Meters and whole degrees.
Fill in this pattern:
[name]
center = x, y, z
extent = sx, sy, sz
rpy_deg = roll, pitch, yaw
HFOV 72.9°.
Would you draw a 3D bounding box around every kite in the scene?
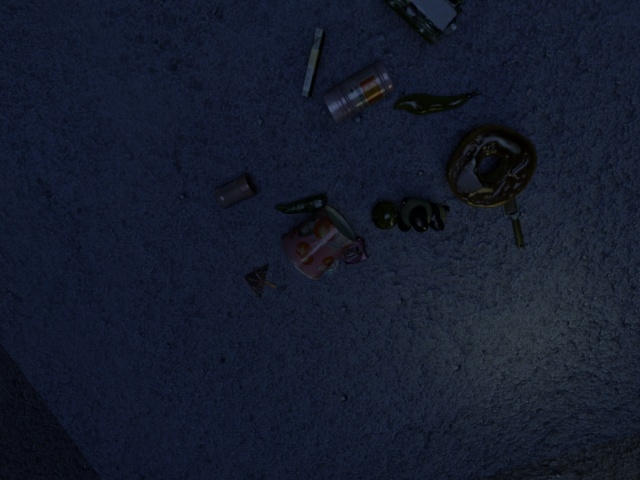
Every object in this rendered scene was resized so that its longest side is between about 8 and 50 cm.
[kite]
center = -0.275, 0.186, 1.965
extent = 0.159, 0.010, 0.190
rpy_deg = 13, 110, -2

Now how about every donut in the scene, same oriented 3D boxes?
[donut]
center = 0.649, -0.295, 1.682
extent = 0.329, 0.160, 0.330
rpy_deg = 1, 114, 1

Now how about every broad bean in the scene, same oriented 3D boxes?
[broad bean]
center = 0.443, -0.529, 1.663
extent = 0.325, 0.067, 0.075
rpy_deg = -6, 138, 3

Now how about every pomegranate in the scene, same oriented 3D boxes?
[pomegranate]
center = 0.284, -0.100, 1.793
extent = 0.161, 0.122, 0.122
rpy_deg = 10, 111, -29

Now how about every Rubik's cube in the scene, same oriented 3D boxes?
[Rubik's cube]
center = 0.040, 0.107, 1.889
extent = 0.084, 0.073, 0.075
rpy_deg = -41, 102, 17

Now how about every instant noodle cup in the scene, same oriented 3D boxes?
[instant noodle cup]
center = 0.000, 0.000, 1.757
extent = 0.231, 0.243, 0.243
rpy_deg = -40, 102, 19

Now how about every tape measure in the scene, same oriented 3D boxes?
[tape measure]
center = 0.139, 0.041, 1.861
extent = 0.125, 0.074, 0.118
rpy_deg = -19, 106, 7

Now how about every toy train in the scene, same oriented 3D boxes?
[toy train]
center = 0.343, -0.816, 1.468
extent = 0.307, 0.249, 0.173
rpy_deg = 39, 109, -9

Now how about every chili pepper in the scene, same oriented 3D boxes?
[chili pepper]
center = -0.083, -0.148, 1.822
extent = 0.226, 0.059, 0.088
rpy_deg = -4, 108, 8

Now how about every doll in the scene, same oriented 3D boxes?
[doll]
center = 0.414, -0.098, 1.738
extent = 0.234, 0.143, 0.135
rpy_deg = 4, 88, -34

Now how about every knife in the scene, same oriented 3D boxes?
[knife]
center = 0.793, -0.115, 1.801
extent = 0.061, 0.027, 0.343
rpy_deg = -14, 107, 12

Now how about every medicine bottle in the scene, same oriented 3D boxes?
[medicine bottle]
center = 0.140, -0.557, 1.629
extent = 0.249, 0.133, 0.133
rpy_deg = -26, 105, 11

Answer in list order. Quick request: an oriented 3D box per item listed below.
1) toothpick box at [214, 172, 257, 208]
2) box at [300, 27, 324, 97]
[toothpick box]
center = -0.350, -0.203, 1.790
extent = 0.148, 0.098, 0.098
rpy_deg = -24, 106, 11
[box]
center = -0.026, -0.652, 1.605
extent = 0.034, 0.132, 0.235
rpy_deg = 15, 109, -1
